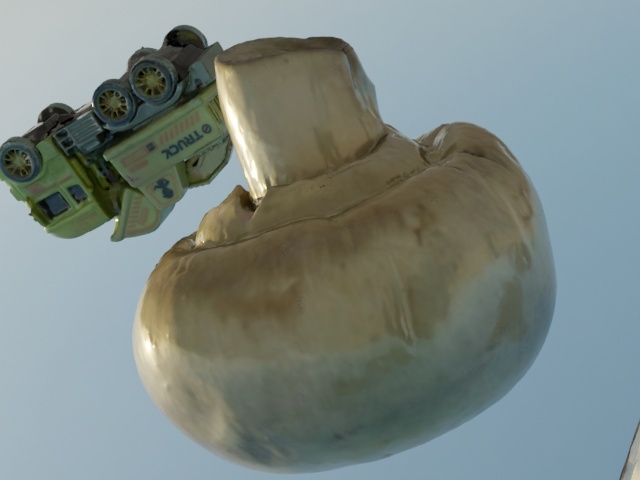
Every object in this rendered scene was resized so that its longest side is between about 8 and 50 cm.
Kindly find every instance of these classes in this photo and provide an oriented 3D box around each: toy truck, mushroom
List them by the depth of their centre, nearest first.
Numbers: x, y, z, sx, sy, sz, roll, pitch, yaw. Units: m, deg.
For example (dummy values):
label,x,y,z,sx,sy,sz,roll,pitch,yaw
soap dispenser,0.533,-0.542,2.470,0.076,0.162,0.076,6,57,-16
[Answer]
label,x,y,z,sx,sy,sz,roll,pitch,yaw
mushroom,0.000,0.000,0.791,0.260,0.234,0.254,-18,-171,41
toy truck,-0.136,-0.068,1.056,0.191,0.116,0.085,-27,-165,24

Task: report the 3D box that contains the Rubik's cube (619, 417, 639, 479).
label,x,y,z,sx,sy,sz,roll,pitch,yaw
Rubik's cube,0.204,0.101,0.262,0.238,0.237,0.237,0,-155,-23
